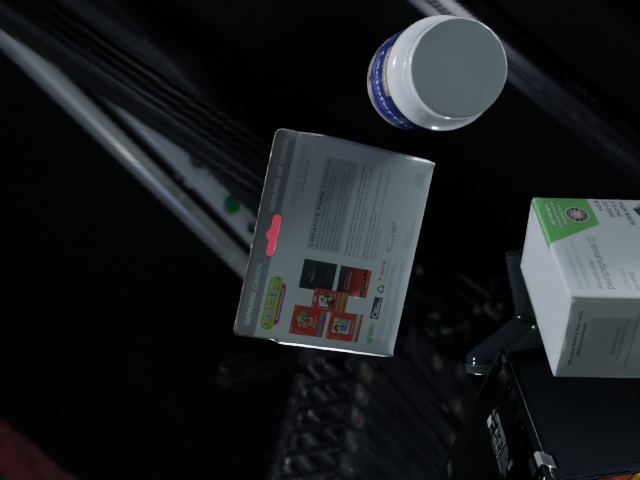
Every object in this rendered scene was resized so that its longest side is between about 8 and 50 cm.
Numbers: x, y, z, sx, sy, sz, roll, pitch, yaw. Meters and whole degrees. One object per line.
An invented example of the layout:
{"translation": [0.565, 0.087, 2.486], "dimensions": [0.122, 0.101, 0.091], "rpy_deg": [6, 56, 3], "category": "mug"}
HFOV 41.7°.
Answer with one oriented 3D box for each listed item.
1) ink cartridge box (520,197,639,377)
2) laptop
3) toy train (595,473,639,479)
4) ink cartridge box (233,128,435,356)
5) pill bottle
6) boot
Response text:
{"translation": [0.305, 0.039, 0.745], "dimensions": [0.219, 0.160, 0.092], "rpy_deg": [0, -56, 0], "category": "ink cartridge box"}
{"translation": [0.330, 0.293, 1.059], "dimensions": [0.236, 0.382, 0.408], "rpy_deg": [23, -76, 0], "category": "laptop"}
{"translation": [0.592, 0.449, 1.605], "dimensions": [0.143, 0.248, 0.105], "rpy_deg": [57, -18, 9], "category": "toy train"}
{"translation": [0.000, 0.000, 1.277], "dimensions": [0.272, 0.309, 0.130], "rpy_deg": [11, 3, -28], "category": "ink cartridge box"}
{"translation": [0.157, -0.228, 1.162], "dimensions": [0.153, 0.264, 0.153], "rpy_deg": [-1, -83, -6], "category": "pill bottle"}
{"translation": [0.348, 0.121, 1.503], "dimensions": [0.246, 0.207, 0.094], "rpy_deg": [-9, 2, -29], "category": "boot"}
